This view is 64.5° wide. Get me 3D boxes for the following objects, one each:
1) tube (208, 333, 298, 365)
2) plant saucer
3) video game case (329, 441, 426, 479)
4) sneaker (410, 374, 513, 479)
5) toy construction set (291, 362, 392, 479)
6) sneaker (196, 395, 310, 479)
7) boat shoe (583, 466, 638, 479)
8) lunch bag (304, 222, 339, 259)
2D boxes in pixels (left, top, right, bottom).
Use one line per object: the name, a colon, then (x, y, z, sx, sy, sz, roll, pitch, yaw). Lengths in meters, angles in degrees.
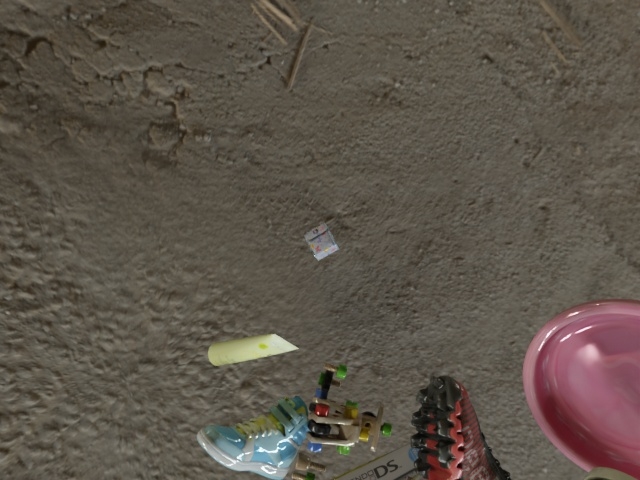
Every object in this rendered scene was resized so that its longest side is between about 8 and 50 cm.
tube: (-0.177, 0.268, 1.264, 0.070, 0.240, 0.062, -20, 93, -59)
plant saucer: (0.519, 0.250, 0.851, 0.084, 0.332, 0.333, -21, 83, -48)
video game case: (0.119, 0.469, 0.756, 0.248, 0.035, 0.275, -21, 53, -10)
sneaker: (0.200, 0.315, 0.669, 0.134, 0.097, 0.277, -4, 81, -17)
toy construction set: (0.073, 0.529, 1.348, 0.237, 0.258, 0.309, 17, 60, 1)
sneaker: (-0.148, 0.466, 1.278, 0.208, 0.127, 0.319, -54, 136, -6)
boat shoe: (0.252, 0.315, 0.432, 0.079, 0.084, 0.233, -26, 106, -41)
lunch bag: (0.000, 0.000, 1.387, 0.071, 0.053, 0.083, -28, 64, 5)
